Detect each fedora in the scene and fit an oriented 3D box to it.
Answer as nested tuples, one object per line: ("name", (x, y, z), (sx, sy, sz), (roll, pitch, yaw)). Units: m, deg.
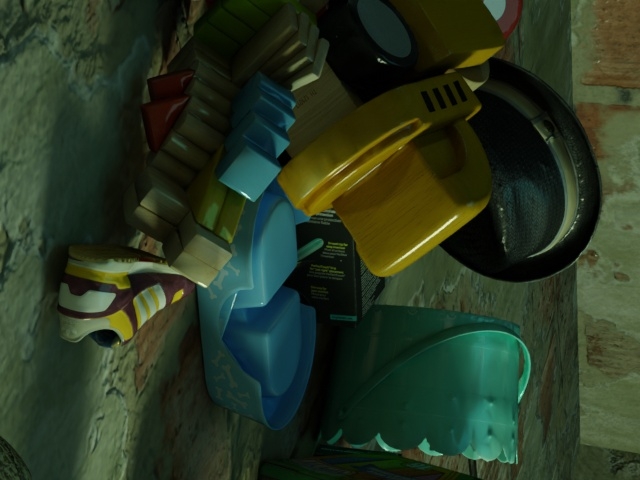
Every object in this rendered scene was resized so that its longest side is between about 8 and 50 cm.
("fedora", (0.210, -0.075, 1.975), (0.152, 0.334, 0.334), (-35, 131, -51))

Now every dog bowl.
("dog bowl", (-0.069, 0.057, 1.554), (0.166, 0.074, 0.297), (-52, 145, -56))

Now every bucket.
("bucket", (0.138, 0.190, 1.927), (0.281, 0.281, 0.183), (28, 67, -70))

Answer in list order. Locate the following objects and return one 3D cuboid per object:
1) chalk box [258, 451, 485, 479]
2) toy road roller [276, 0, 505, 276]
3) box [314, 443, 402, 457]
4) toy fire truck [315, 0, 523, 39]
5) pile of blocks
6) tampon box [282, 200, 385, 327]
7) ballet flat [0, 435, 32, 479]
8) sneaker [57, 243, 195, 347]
("chalk box", (0.035, 0.359, 1.730), (0.289, 0.179, 0.180), (3, 94, -47))
("toy road roller", (0.078, -0.107, 1.484), (0.240, 0.202, 0.329), (57, 32, 7))
("box", (0.052, 0.350, 1.943), (0.029, 0.116, 0.162), (-59, 150, -60))
("toy fire truck", (0.074, -0.261, 1.695), (0.302, 0.169, 0.254), (42, 75, -42))
("pile of blocks", (-0.089, -0.142, 1.323), (0.112, 0.149, 0.362), (31, 56, -30))
("tampon box", (0.000, 0.000, 1.659), (0.101, 0.120, 0.161), (-51, 144, -56))
("ballet flat", (-0.319, 0.263, 0.833), (0.182, 0.164, 0.483), (57, 33, -30))
("sneaker", (-0.172, 0.051, 1.279), (0.185, 0.069, 0.084), (10, 96, -65))
